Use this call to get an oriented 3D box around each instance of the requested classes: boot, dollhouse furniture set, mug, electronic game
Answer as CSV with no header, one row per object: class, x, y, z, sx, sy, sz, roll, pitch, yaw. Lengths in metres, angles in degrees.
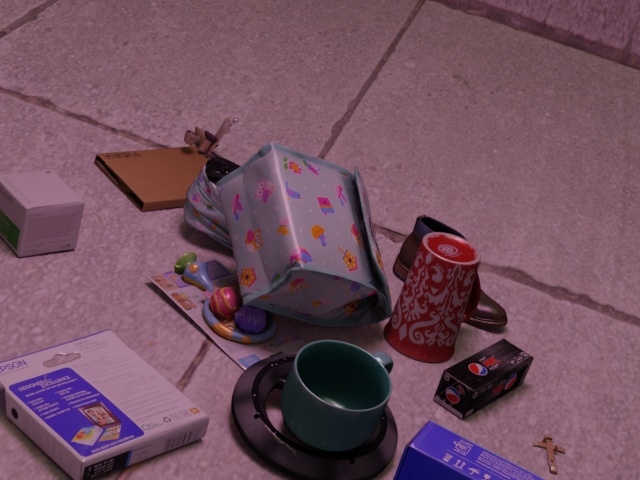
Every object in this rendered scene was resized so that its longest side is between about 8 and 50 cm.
boot,0.216,0.050,2.286,0.219,0.106,0.082,31,31,25
dollhouse furniture set,-0.196,-0.203,2.510,0.091,0.081,0.114,30,10,-30
mug,0.177,0.075,2.153,0.113,0.169,0.150,23,29,13
mug,0.027,0.205,1.820,0.157,0.097,0.129,5,38,-23
electronic game,-0.007,0.234,1.891,0.229,0.048,0.229,14,36,-10

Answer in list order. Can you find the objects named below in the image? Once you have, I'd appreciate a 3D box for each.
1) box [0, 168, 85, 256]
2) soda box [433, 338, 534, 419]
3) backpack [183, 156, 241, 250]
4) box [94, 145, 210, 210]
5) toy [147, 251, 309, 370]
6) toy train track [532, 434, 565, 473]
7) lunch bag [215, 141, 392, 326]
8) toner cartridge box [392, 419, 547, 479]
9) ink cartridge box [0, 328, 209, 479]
box,-0.421,-0.042,2.119,0.102,0.087,0.101,-9,37,-40
soda box,0.238,0.200,2.084,0.060,0.053,0.169,33,31,28
backpack,-0.123,-0.049,2.257,0.182,0.115,0.152,29,18,-10
box,-0.253,-0.106,2.400,0.201,0.021,0.164,-7,36,-39
toy,-0.127,0.089,2.081,0.137,0.056,0.237,-15,41,-43
toy train track,0.324,0.296,2.001,0.048,0.014,0.083,14,29,-5
lunch bag,0.000,0.000,2.107,0.262,0.160,0.223,16,50,-42
toner cartridge box,0.242,0.365,1.671,0.347,0.165,0.075,26,29,16
ink cartridge box,-0.282,0.204,1.798,0.206,0.045,0.208,-15,43,-45
